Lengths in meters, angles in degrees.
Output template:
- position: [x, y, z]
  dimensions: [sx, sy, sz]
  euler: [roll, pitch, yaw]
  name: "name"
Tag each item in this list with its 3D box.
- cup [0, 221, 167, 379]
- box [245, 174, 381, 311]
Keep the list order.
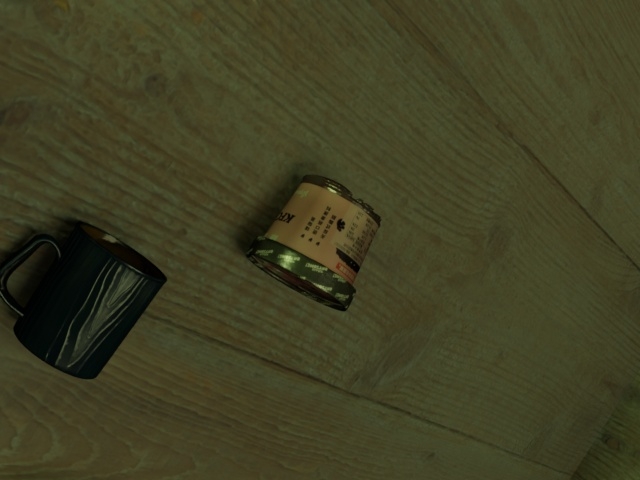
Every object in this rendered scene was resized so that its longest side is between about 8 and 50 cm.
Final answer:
- position: [-0.269, 0.059, 1.017]
  dimensions: [0.138, 0.150, 0.113]
  euler: [-56, 175, 1]
  name: "cup"
- position: [0.000, 0.000, 1.208]
  dimensions: [0.135, 0.151, 0.151]
  euler: [-60, 141, -9]
  name: "box"
